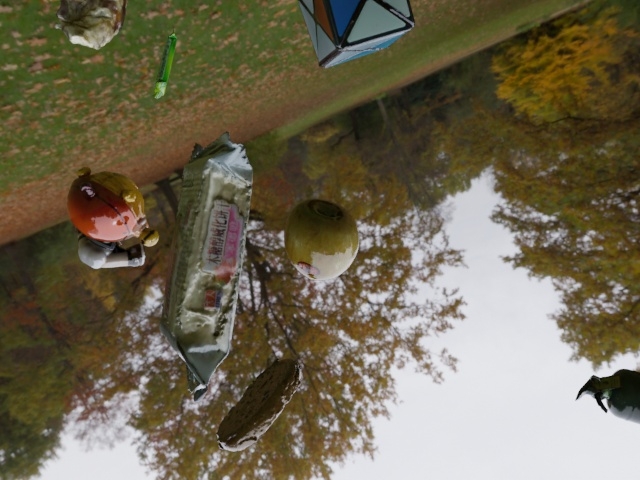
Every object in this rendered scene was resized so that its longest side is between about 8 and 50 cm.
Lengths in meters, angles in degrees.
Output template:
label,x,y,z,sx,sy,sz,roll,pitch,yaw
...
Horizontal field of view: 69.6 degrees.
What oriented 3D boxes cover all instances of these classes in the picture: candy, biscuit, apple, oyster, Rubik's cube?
label,x,y,z,sx,sy,sz,roll,pitch,yaw
candy,-0.441,-0.502,1.315,0.032,0.178,0.102,15,163,-23
biscuit,-0.148,0.025,0.595,0.079,0.309,0.186,10,-178,-25
apple,0.000,0.000,1.029,0.182,0.155,0.182,9,-147,-6
biscuit,-0.158,0.444,1.248,0.296,0.075,0.296,-44,-173,7
oyster,-0.504,-0.576,1.032,0.100,0.271,0.275,-14,-158,32
Rubik's cube,0.095,-0.676,1.342,0.246,0.250,0.248,-21,-166,-8

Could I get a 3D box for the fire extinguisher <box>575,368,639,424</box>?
label,x,y,z,sx,sy,sz,roll,pitch,yaw
fire extinguisher,0.637,0.307,0.838,0.311,0.095,0.114,14,-144,22

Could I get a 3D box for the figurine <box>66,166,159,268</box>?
label,x,y,z,sx,sy,sz,roll,pitch,yaw
figurine,-0.640,-0.070,1.375,0.320,0.323,0.196,25,-143,7
